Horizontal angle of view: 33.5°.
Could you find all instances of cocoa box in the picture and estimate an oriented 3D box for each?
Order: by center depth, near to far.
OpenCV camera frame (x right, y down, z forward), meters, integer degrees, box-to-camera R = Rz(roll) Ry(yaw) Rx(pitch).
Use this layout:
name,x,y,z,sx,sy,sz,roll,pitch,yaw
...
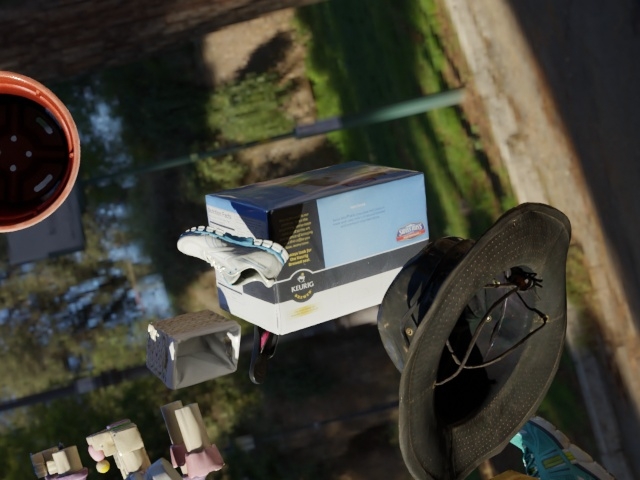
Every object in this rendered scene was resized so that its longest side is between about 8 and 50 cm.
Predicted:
name,x,y,z,sx,sy,sz,roll,pitch,yaw
cocoa box,0.000,0.000,1.947,0.231,0.347,0.228,16,116,55

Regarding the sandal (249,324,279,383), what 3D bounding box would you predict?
name,x,y,z,sx,sy,sz,roll,pitch,yaw
sandal,-0.113,0.218,2.262,0.067,0.040,0.179,38,-129,-49

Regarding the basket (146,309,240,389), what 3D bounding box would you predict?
name,x,y,z,sx,sy,sz,roll,pitch,yaw
basket,-0.257,0.214,2.130,0.103,0.167,0.113,25,116,43

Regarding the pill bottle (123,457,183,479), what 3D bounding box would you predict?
name,x,y,z,sx,sy,sz,roll,pitch,yaw
pill bottle,-0.224,0.325,1.261,0.078,0.137,0.078,52,174,7

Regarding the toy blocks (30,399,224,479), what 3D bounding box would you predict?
name,x,y,z,sx,sy,sz,roll,pitch,yaw
toy blocks,-0.331,0.459,1.906,0.288,0.309,0.260,155,96,-74

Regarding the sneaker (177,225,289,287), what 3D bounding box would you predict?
name,x,y,z,sx,sy,sz,roll,pitch,yaw
sneaker,-0.153,0.032,1.735,0.071,0.191,0.083,70,-146,-57

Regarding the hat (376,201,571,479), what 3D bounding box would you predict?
name,x,y,z,sx,sy,sz,roll,pitch,yaw
hat,0.140,0.098,1.141,0.134,0.331,0.331,24,142,35

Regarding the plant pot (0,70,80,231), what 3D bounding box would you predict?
name,x,y,z,sx,sy,sz,roll,pitch,yaw
plant pot,-0.565,-0.157,1.914,0.265,0.272,0.272,-161,57,-79

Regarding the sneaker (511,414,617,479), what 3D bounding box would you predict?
name,x,y,z,sx,sy,sz,roll,pitch,yaw
sneaker,0.402,0.394,1.859,0.275,0.110,0.107,39,165,32

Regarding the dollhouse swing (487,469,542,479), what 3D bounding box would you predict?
name,x,y,z,sx,sy,sz,roll,pitch,yaw
dollhouse swing,0.349,0.533,1.532,0.347,0.305,0.315,13,126,40
